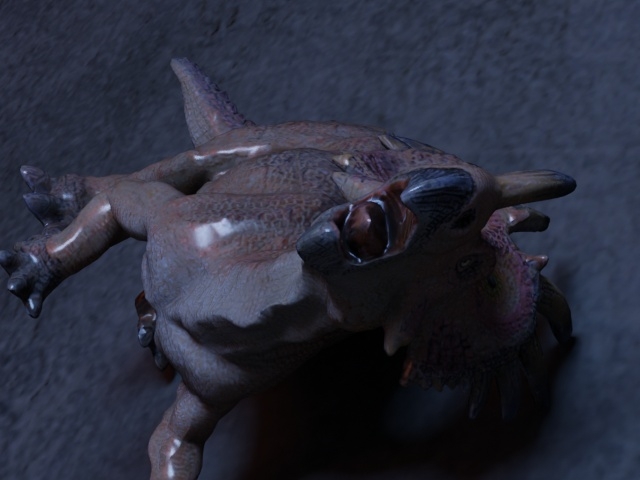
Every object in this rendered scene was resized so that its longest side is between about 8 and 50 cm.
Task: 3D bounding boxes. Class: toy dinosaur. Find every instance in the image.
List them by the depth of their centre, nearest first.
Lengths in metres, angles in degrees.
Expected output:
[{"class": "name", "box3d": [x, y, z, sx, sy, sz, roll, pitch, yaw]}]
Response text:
[{"class": "toy dinosaur", "box3d": [0.000, 0.000, 0.725, 0.200, 0.127, 0.296, -25, 22, 11]}]
